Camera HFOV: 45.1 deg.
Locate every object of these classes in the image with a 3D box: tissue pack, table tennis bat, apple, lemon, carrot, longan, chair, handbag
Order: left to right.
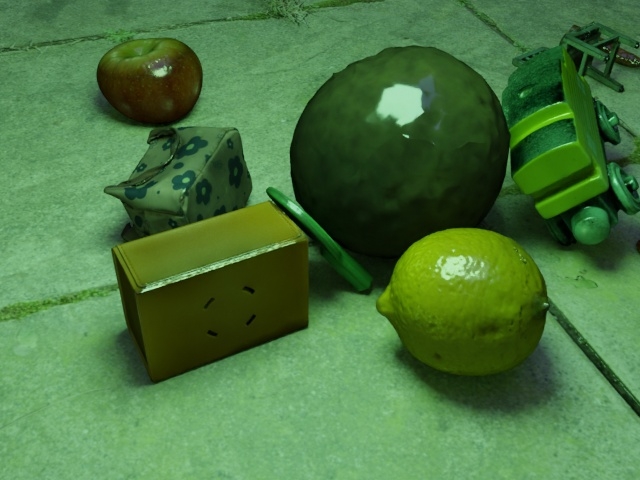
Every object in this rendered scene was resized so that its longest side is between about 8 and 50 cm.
[{"bbox_3d":[-0.383,-0.359,1.746,0.235,0.173,0.210,16,46,29],"label":"apple"},{"bbox_3d":[-0.263,-0.094,1.431,0.193,0.190,0.251,6,44,21],"label":"handbag"},{"bbox_3d":[-0.170,0.070,1.221,0.274,0.194,0.145,-18,44,-23],"label":"tissue pack"},{"bbox_3d":[0.000,0.000,1.299,0.039,0.257,0.160,-48,27,-3],"label":"table tennis bat"},{"bbox_3d":[0.137,-0.156,1.359,0.391,0.391,0.391,1,40,-1],"label":"longan"},{"bbox_3d":[0.219,0.091,1.190,0.253,0.228,0.228,12,41,13],"label":"lemon"},{"bbox_3d":[0.634,-0.472,1.936,0.136,0.147,0.270,-24,48,-27],"label":"chair"},{"bbox_3d":[0.766,-0.509,2.064,0.224,0.057,0.057,35,50,28],"label":"carrot"}]

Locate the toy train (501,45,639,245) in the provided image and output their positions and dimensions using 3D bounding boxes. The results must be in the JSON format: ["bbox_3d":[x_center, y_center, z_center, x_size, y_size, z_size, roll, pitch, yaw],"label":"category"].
[{"bbox_3d":[0.465,-0.190,1.475,0.179,0.272,0.442,-29,28,31],"label":"toy train"}]

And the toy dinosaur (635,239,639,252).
[{"bbox_3d":[0.653,0.008,1.451,0.142,0.057,0.212,-15,27,9],"label":"toy dinosaur"}]
